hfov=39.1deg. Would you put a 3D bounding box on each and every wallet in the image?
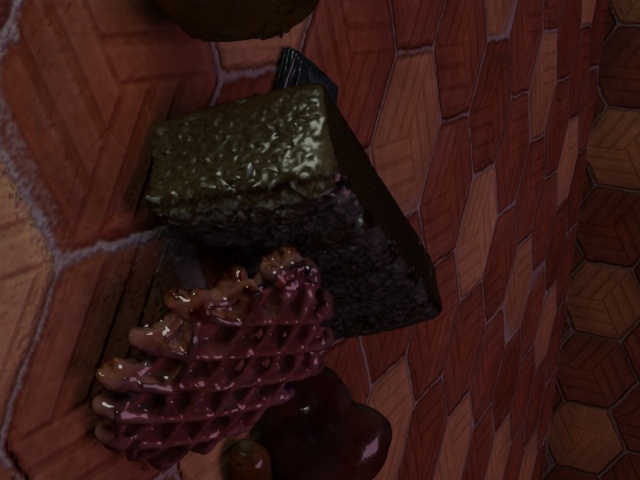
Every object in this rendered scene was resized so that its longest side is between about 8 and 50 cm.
[{"bbox_3d":[-0.013,-0.147,0.979,0.129,0.026,0.088,23,79,-65],"label":"wallet"}]

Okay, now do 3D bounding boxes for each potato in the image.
[{"bbox_3d":[-0.076,-0.224,0.698,0.176,0.137,0.137,24,77,-44],"label":"potato"}]

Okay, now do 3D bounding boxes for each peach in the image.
[{"bbox_3d":[0.000,0.232,1.041,0.152,0.152,0.152,-38,133,-56],"label":"peach"}]

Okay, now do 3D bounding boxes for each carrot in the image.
[{"bbox_3d":[-0.072,0.300,1.025,0.048,0.048,0.216,-56,151,-42],"label":"carrot"}]

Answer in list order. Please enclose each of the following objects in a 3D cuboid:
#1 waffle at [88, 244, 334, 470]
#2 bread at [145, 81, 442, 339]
[{"bbox_3d":[-0.087,0.111,0.779,0.234,0.055,0.221,-29,145,-17],"label":"waffle"},{"bbox_3d":[0.000,0.000,0.890,0.416,0.165,0.113,46,37,-61],"label":"bread"}]
